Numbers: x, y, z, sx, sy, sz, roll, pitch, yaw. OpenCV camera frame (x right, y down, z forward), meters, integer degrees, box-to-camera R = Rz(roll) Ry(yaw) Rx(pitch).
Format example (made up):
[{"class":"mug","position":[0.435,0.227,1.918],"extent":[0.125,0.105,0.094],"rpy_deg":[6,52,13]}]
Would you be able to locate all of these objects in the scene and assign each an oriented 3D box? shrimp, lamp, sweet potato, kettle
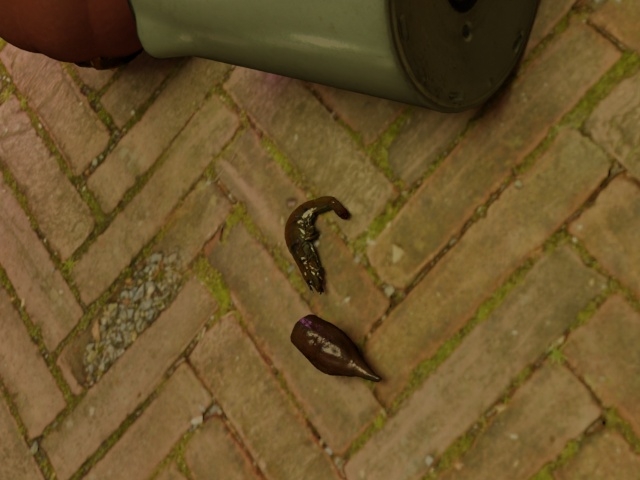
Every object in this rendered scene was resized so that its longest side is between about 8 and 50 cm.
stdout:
[{"class":"shrimp","position":[0.000,0.000,1.349],"extent":[0.083,0.023,0.114],"rpy_deg":[-34,51,24]},{"class":"lamp","position":[-0.285,-0.334,1.565],"extent":[0.305,0.305,0.240],"rpy_deg":[51,154,39]},{"class":"sweet potato","position":[0.019,0.113,1.276],"extent":[0.117,0.049,0.049],"rpy_deg":[31,96,36]},{"class":"kettle","position":[0.019,-0.325,1.282],"extent":[0.376,0.250,0.361],"rpy_deg":[14,76,38]}]
